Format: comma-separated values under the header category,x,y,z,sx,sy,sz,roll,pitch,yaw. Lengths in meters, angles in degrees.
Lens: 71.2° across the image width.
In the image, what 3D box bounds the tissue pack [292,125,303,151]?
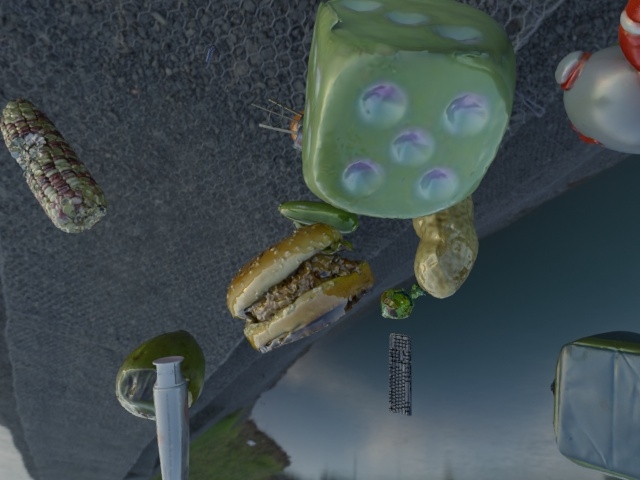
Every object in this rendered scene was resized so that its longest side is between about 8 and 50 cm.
category,x,y,z,sx,sy,sz,roll,pitch,yaw
tissue pack,0.001,-0.282,1.322,0.148,0.109,0.060,23,118,-5

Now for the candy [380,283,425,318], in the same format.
category,x,y,z,sx,sy,sz,roll,pitch,yaw
candy,0.253,0.131,1.152,0.262,0.077,0.073,-19,176,-38

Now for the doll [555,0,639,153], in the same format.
category,x,y,z,sx,sy,sz,roll,pitch,yaw
doll,0.340,-0.155,0.421,0.199,0.105,0.336,29,178,2

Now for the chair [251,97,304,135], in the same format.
category,x,y,z,sx,sy,sz,roll,pitch,yaw
chair,-0.110,-0.390,1.453,0.221,0.104,0.095,22,128,22

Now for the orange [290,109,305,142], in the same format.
category,x,y,z,sx,sy,sz,roll,pitch,yaw
orange,-0.033,-0.463,1.896,0.193,0.161,0.193,38,152,25

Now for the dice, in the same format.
category,x,y,z,sx,sy,sz,roll,pitch,yaw
dice,0.107,-0.201,0.649,0.249,0.252,0.255,3,134,-8

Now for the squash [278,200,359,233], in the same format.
category,x,y,z,sx,sy,sz,roll,pitch,yaw
squash,-0.005,-0.060,1.071,0.201,0.066,0.066,12,145,13

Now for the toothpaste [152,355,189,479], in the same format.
category,x,y,z,sx,sy,sz,roll,pitch,yaw
toothpaste,-0.282,0.392,0.865,0.066,0.324,0.100,-5,179,-3

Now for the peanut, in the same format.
category,x,y,z,sx,sy,sz,roll,pitch,yaw
peanut,0.281,-0.017,1.018,0.146,0.306,0.147,3,150,1

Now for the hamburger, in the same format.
category,x,y,z,sx,sy,sz,roll,pitch,yaw
hamburger,-0.028,0.055,0.576,0.181,0.118,0.191,-29,174,10

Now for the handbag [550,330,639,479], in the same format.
category,x,y,z,sx,sy,sz,roll,pitch,yaw
handbag,0.591,0.310,0.870,0.222,0.263,0.241,-6,168,43

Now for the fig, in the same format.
category,x,y,z,sx,sy,sz,roll,pitch,yaw
fig,-0.452,0.377,1.298,0.239,0.271,0.240,5,132,6

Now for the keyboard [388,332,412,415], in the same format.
category,x,y,z,sx,sy,sz,roll,pitch,yaw
keyboard,0.227,0.382,1.275,0.072,0.231,0.023,2,-178,41

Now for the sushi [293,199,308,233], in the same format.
category,x,y,z,sx,sy,sz,roll,pitch,yaw
sushi,-0.007,0.002,1.501,0.131,0.139,0.291,-25,93,20

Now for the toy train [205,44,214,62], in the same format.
category,x,y,z,sx,sy,sz,roll,pitch,yaw
toy train,-0.429,-0.728,1.737,0.017,0.017,0.083,12,152,-22

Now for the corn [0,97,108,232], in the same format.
category,x,y,z,sx,sy,sz,roll,pitch,yaw
corn,-0.471,-0.136,0.776,0.098,0.290,0.098,-37,164,-12
